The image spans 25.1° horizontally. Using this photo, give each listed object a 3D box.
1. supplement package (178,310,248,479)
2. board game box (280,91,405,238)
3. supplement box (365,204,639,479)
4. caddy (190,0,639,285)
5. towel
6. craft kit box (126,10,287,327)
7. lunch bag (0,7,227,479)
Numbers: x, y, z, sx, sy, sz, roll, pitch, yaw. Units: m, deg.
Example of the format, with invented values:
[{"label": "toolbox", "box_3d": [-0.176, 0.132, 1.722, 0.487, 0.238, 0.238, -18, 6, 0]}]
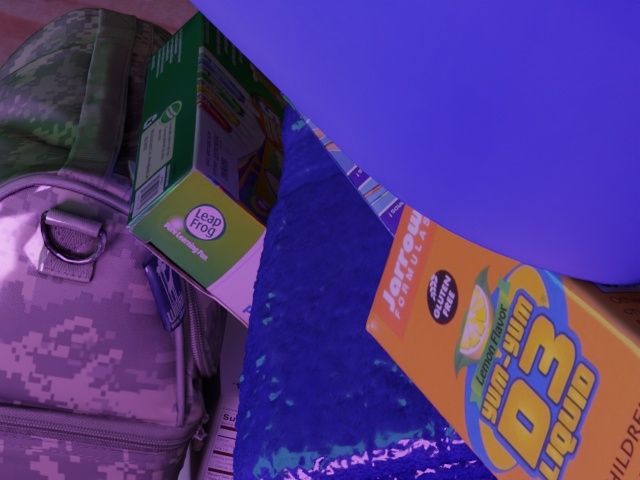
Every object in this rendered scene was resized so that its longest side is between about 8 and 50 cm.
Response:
[{"label": "supplement package", "box_3d": [-0.027, 0.156, 1.043, 0.194, 0.149, 0.203, -99, 24, -63]}, {"label": "board game box", "box_3d": [0.089, -0.090, 0.605, 0.201, 0.035, 0.136, -41, 40, 6]}, {"label": "supplement box", "box_3d": [0.103, 0.056, 0.421, 0.233, 0.080, 0.078, 48, 129, 52]}, {"label": "caddy", "box_3d": [0.072, -0.156, 0.424, 0.341, 0.241, 0.179, 45, 146, 23]}, {"label": "towel", "box_3d": [0.078, -0.025, 0.648, 0.228, 0.076, 0.308, -17, 48, 31]}, {"label": "craft kit box", "box_3d": [0.000, 0.000, 0.840, 0.061, 0.246, 0.250, -39, 24, 15]}, {"label": "lunch bag", "box_3d": [-0.162, 0.010, 0.932, 0.305, 0.212, 0.256, -95, 19, -60]}]
